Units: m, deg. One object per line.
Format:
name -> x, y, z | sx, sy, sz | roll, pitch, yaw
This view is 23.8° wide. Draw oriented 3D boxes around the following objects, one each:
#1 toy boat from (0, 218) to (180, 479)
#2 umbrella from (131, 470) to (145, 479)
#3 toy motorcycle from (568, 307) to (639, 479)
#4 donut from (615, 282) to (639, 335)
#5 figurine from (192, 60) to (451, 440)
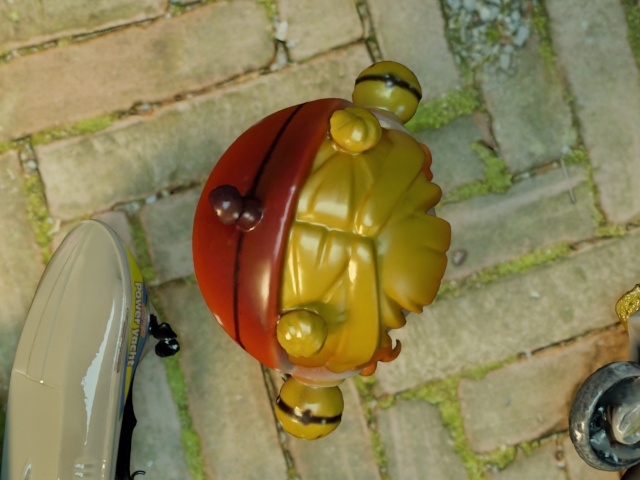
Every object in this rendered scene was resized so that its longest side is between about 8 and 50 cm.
toy boat -> -0.194, 0.124, 1.306 | 0.140, 0.141, 0.270 | 18, 86, -3
umbrella -> -0.111, 0.227, 1.362 | 0.122, 0.013, 0.022 | 11, 65, -2
toy motorcycle -> 0.365, 0.120, 1.335 | 0.340, 0.108, 0.223 | -36, 118, -16
donut -> 0.295, 0.079, 1.372 | 0.038, 0.083, 0.067 | -31, 57, 11
figurine -> -0.005, -0.001, 1.226 | 0.196, 0.323, 0.320 | 13, 85, -4
